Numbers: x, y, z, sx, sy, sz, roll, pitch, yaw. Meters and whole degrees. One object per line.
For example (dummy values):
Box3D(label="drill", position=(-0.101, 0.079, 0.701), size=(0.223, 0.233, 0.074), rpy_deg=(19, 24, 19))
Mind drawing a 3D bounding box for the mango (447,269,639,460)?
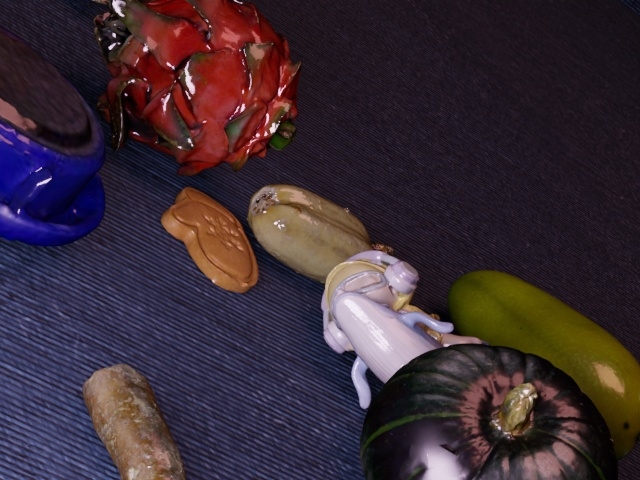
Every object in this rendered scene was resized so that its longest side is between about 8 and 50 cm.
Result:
Box3D(label="mango", position=(0.261, 0.141, 2.234), size=(0.175, 0.143, 0.293), rpy_deg=(5, 33, -50))

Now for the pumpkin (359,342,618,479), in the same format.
Box3D(label="pumpkin", position=(0.163, 0.204, 1.837), size=(0.250, 0.216, 0.250), rpy_deg=(7, 48, -8))

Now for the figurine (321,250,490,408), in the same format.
Box3D(label="figurine", position=(0.081, 0.099, 2.007), size=(0.208, 0.128, 0.184), rpy_deg=(33, 20, -48))

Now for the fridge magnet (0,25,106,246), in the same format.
Box3D(label="fridge magnet", position=(-0.293, -0.104, 1.711), size=(0.265, 0.112, 0.265), rpy_deg=(38, 20, -17))

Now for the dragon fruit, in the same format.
Box3D(label="dragon fruit", position=(-0.138, -0.177, 2.026), size=(0.274, 0.192, 0.193), rpy_deg=(33, 19, -19))

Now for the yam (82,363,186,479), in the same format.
Box3D(label="yam", position=(-0.125, 0.206, 1.520), size=(0.061, 0.061, 0.253), rpy_deg=(21, 31, -45))

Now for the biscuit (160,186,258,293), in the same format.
Box3D(label="biscuit", position=(-0.113, -0.005, 1.979), size=(0.118, 0.023, 0.140), rpy_deg=(26, 28, -41))

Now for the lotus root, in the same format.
Box3D(label="lotus root", position=(-0.001, 0.001, 2.092), size=(0.183, 0.077, 0.090), rpy_deg=(25, 35, -34))
